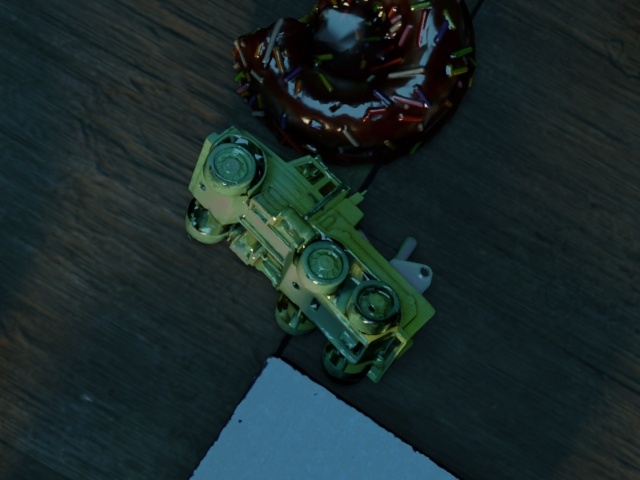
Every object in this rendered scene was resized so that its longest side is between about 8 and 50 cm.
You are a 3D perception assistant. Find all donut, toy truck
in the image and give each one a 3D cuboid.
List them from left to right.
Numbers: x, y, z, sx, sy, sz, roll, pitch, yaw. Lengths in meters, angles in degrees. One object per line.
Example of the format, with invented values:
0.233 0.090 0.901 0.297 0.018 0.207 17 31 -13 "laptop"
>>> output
-0.004 0.000 1.686 0.259 0.128 0.135 41 60 8 "toy truck"
0.035 -0.180 1.704 0.230 0.096 0.216 -39 83 -3 "donut"

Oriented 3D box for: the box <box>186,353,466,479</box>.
0.003 0.286 1.635 0.279 0.116 0.261 34 85 7 "box"
